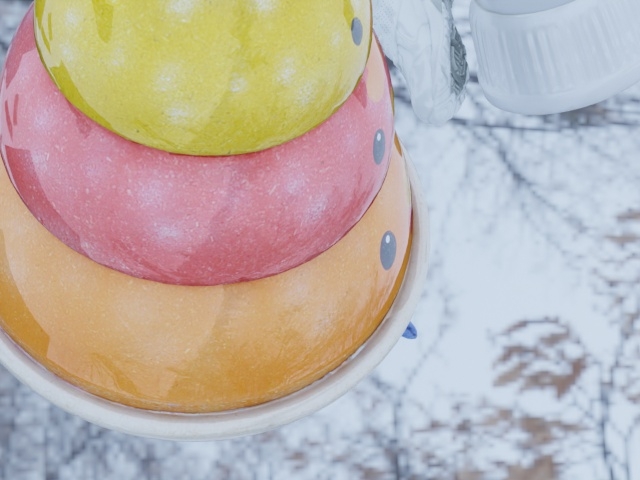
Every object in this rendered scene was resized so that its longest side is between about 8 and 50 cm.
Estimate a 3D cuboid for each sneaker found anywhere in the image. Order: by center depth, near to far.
[{"bbox_3d":[0.083,-0.211,1.720,0.115,0.090,0.232,-13,-121,16],"label":"sneaker"}]

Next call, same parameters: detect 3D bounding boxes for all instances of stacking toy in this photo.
[{"bbox_3d":[-0.073,-0.118,1.071,0.480,0.350,0.351,101,-25,-57],"label":"stacking toy"}]

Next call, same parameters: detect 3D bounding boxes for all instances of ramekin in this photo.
[{"bbox_3d":[0.254,-0.233,1.802,0.207,0.207,0.109,33,-28,55],"label":"ramekin"}]

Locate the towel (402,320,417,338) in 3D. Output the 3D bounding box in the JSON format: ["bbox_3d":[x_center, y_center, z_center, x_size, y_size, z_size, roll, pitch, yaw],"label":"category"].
[{"bbox_3d":[-0.048,0.013,1.651,0.034,0.209,0.285,-56,-149,-9],"label":"towel"}]
